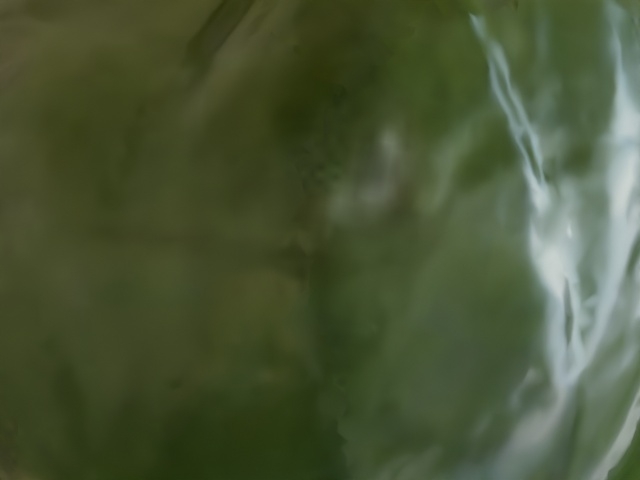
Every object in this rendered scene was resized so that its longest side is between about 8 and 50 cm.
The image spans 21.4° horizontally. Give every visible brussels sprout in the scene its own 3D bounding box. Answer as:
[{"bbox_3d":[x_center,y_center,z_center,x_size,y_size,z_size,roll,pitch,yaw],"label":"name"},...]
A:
[{"bbox_3d":[0.000,0.000,0.415,0.244,0.244,0.244,-36,-164,12],"label":"brussels sprout"}]
